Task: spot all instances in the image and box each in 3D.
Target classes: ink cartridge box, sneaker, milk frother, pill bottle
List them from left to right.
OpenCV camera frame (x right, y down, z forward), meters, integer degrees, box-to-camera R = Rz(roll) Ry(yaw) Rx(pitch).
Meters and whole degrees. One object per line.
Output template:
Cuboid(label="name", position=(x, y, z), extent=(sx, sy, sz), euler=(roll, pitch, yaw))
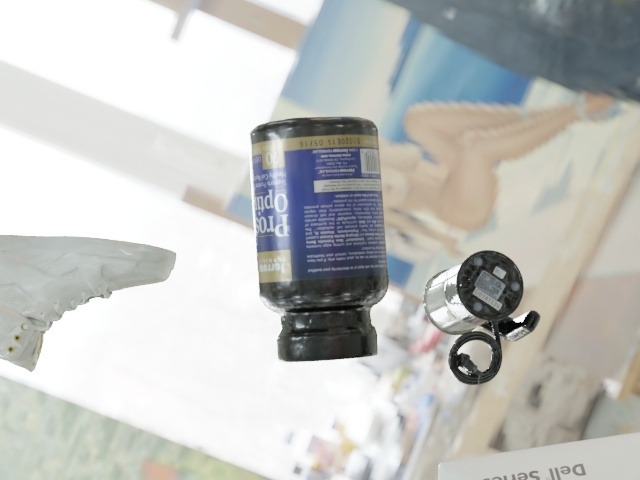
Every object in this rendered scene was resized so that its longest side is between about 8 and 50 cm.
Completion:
Cuboid(label="sneaker", position=(-0.325, 0.081, 2.025), extent=(0.108, 0.292, 0.169), euler=(76, -166, -78))
Cuboid(label="pill bottle", position=(0.000, 0.000, 1.517), extent=(0.123, 0.122, 0.219), euler=(163, 104, -81))
Cuboid(label="milk frother", position=(0.174, 0.099, 1.956), extent=(0.143, 0.129, 0.135), euler=(-40, 0, -17))
Cuboid(label="ink cartridge box", position=(0.215, 0.289, 1.493), extent=(0.353, 0.207, 0.119), euler=(86, 174, -48))
